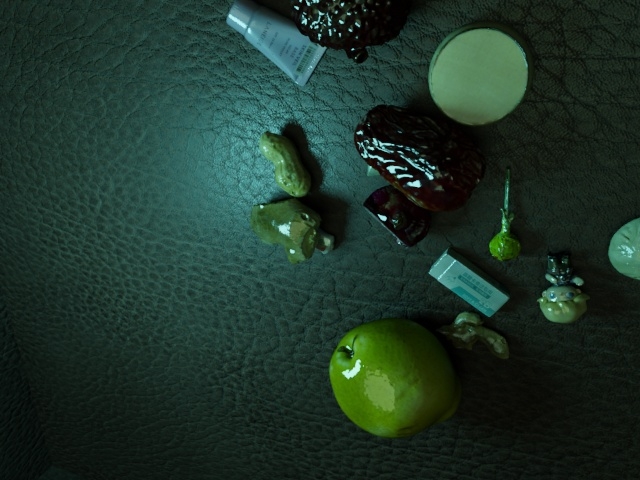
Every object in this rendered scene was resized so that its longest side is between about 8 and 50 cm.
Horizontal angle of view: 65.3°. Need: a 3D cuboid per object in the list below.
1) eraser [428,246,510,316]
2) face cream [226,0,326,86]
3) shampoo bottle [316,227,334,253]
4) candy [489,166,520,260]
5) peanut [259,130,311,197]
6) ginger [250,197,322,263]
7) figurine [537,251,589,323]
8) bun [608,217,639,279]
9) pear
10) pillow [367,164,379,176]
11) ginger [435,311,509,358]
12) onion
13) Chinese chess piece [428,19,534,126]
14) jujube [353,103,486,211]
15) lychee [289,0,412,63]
[{"bbox_3d":[0.443,0.125,1.486,0.225,0.052,0.095,36,124,5],"label":"eraser"},{"bbox_3d":[-0.125,-0.569,1.399,0.274,0.096,0.154,31,119,-8],"label":"face cream"},{"bbox_3d":[0.000,0.000,1.624,0.099,0.043,0.072,30,119,8],"label":"shampoo bottle"},{"bbox_3d":[0.510,-0.069,1.369,0.077,0.073,0.262,-2,106,5],"label":"candy"},{"bbox_3d":[-0.106,-0.234,1.528,0.098,0.103,0.229,-24,104,17],"label":"peanut"},{"bbox_3d":[-0.110,-0.032,1.583,0.276,0.130,0.221,-16,97,47],"label":"ginger"},{"bbox_3d":[0.664,0.130,1.366,0.114,0.108,0.196,-6,105,2],"label":"figurine"},{"bbox_3d":[0.827,0.030,1.246,0.183,0.102,0.183,10,119,18],"label":"bun"},{"bbox_3d":[0.228,0.425,1.547,0.418,0.362,0.362,29,126,-23],"label":"pear"},{"bbox_3d":[0.241,-0.249,1.403,0.230,0.050,0.148,3,120,19],"label":"pillow"},{"bbox_3d":[0.481,0.305,1.552,0.214,0.059,0.133,38,114,2],"label":"ginger"},{"bbox_3d":[0.225,-0.074,1.396,0.140,0.218,0.195,-37,89,5],"label":"onion"},{"bbox_3d":[0.392,-0.407,1.232,0.250,0.103,0.249,10,118,19],"label":"Chinese chess piece"},{"bbox_3d":[0.247,-0.216,1.287,0.342,0.216,0.216,34,122,10],"label":"jujube"},{"bbox_3d":[0.069,-0.588,1.175,0.306,0.306,0.330,2,111,23],"label":"lychee"}]
